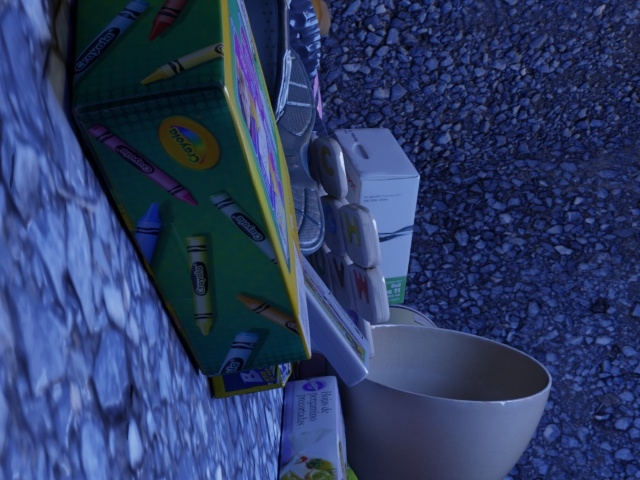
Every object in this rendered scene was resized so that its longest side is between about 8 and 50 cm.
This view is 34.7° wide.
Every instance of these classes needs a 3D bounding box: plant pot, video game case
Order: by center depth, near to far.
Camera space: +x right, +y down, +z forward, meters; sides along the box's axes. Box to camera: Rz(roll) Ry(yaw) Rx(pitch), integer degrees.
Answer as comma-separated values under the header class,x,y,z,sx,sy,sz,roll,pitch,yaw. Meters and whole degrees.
class,x,y,z,sx,sy,sz,roll,pitch,yaw
video game case,-0.027,0.027,0.907,0.212,0.023,0.193,53,3,2
plant pot,0.137,0.240,1.304,0.284,0.284,0.190,-83,180,-79

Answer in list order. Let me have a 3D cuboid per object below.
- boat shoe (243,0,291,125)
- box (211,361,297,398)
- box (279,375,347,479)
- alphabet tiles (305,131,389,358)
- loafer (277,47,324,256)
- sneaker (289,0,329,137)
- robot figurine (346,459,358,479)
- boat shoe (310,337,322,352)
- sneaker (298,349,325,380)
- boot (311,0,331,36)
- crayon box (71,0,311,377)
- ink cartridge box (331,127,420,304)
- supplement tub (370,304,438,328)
class,x,y,z,sx,sy,sz,roll,pitch,yaw
boat shoe,-0.073,-0.236,0.889,0.091,0.114,0.302,-112,-169,-78
box,-0.052,0.082,0.824,0.169,0.054,0.059,-29,108,-87
box,-0.006,0.242,1.065,0.324,0.063,0.067,-90,171,-72
alphabet tiles,0.000,0.000,1.254,0.284,0.021,0.278,30,-47,60
loafer,-0.059,-0.098,1.164,0.084,0.096,0.267,-34,-124,50
sneaker,-0.059,-0.215,1.356,0.131,0.112,0.319,-122,-159,-53
robot figurine,0.050,0.386,1.573,0.115,0.067,0.101,70,10,-71
boat shoe,0.039,0.192,1.634,0.306,0.113,0.105,60,8,-30
sneaker,0.000,0.216,1.356,0.070,0.051,0.134,-112,-164,-81
boot,-0.081,-0.454,1.614,0.295,0.104,0.211,65,19,5
crayon box,-0.072,-0.054,0.648,0.278,0.081,0.165,76,5,-53
ink cartridge box,0.066,-0.034,1.423,0.153,0.087,0.208,-114,-156,-54
supplement tub,0.131,0.265,1.876,0.325,0.236,0.235,-84,164,-78
